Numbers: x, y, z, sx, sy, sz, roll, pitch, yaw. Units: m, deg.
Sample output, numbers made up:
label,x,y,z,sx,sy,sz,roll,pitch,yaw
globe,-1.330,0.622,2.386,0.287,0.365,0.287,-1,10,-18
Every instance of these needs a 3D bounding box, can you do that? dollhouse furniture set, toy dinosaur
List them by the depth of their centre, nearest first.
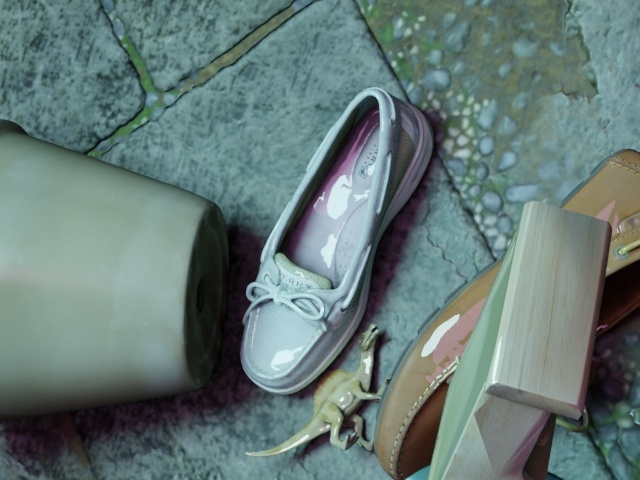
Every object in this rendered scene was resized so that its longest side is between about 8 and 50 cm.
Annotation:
label,x,y,z,sx,sy,sz,roll,pitch,yaw
dollhouse furniture set,0.298,0.161,1.343,0.394,0.256,0.362,16,51,1
toy dinosaur,0.018,0.171,1.756,0.183,0.053,0.092,-49,49,2

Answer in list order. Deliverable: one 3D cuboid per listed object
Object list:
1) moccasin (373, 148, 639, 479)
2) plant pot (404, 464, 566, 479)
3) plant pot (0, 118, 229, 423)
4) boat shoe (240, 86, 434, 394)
label,x,y,z,sx,sy,sz,roll,pitch,yaw
moccasin,0.204,0.092,1.634,0.380,0.139,0.147,-41,57,3
plant pot,0.155,0.283,1.543,0.165,0.234,0.165,23,91,37
plant pot,-0.247,0.041,1.779,0.280,0.323,0.323,4,82,10
boat shoe,0.003,0.000,1.755,0.118,0.103,0.320,32,95,27
